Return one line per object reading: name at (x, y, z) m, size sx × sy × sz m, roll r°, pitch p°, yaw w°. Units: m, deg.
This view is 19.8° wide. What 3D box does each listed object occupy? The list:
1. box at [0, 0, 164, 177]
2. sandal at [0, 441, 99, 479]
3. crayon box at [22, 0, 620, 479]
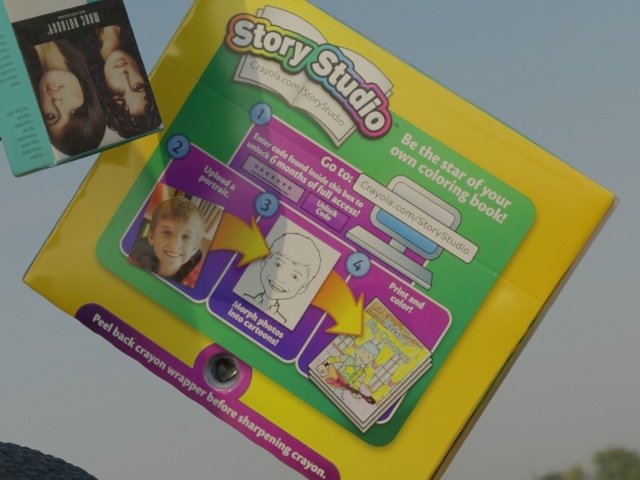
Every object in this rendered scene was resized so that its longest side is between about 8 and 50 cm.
box at (-0.200, -0.176, 1.290) m, size 0.100 × 0.244 × 0.060 m, roll -22°, pitch 7°, yaw -39°
sandal at (-0.070, 0.122, 0.617) m, size 0.179 × 0.040 × 0.067 m, roll 29°, pitch 22°, yaw 19°
crayon box at (0.000, 0.000, 1.453) m, size 0.313 × 0.363 × 0.106 m, roll -57°, pitch -10°, yaw 4°
